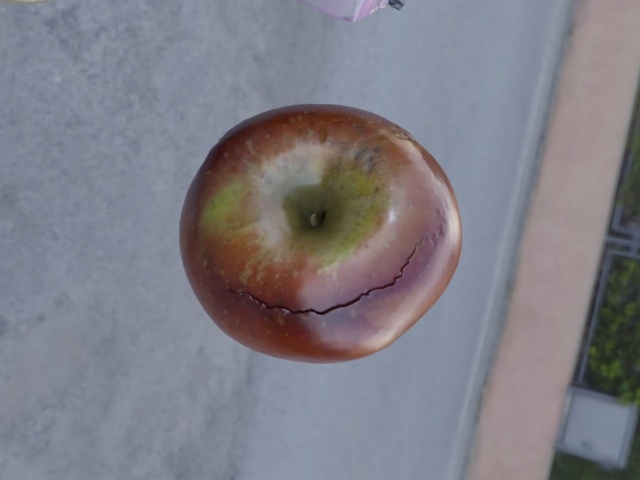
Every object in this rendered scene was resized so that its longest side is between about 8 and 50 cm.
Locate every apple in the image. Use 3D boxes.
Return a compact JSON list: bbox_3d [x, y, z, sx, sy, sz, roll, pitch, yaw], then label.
[{"bbox_3d":[0.000,0.000,0.959,0.206,0.272,0.251,76,-4,-67],"label":"apple"}]

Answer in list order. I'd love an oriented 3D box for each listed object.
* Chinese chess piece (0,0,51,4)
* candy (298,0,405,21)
[{"bbox_3d":[-0.322,-0.378,1.038,0.250,0.103,0.249,-16,123,-27],"label":"Chinese chess piece"},{"bbox_3d":[-0.033,-0.324,0.922,0.116,0.265,0.155,-34,147,-53],"label":"candy"}]
